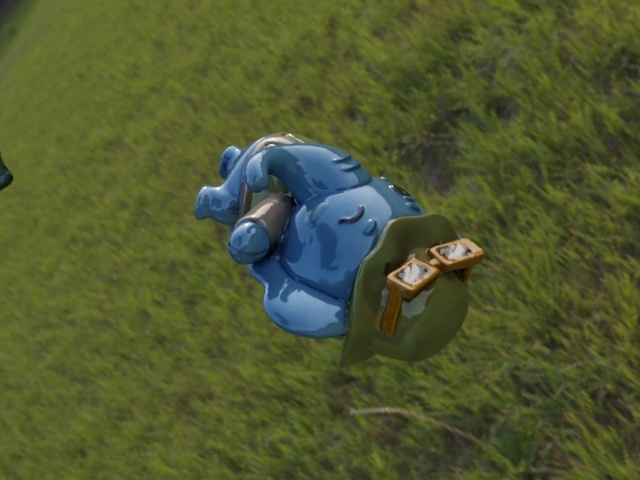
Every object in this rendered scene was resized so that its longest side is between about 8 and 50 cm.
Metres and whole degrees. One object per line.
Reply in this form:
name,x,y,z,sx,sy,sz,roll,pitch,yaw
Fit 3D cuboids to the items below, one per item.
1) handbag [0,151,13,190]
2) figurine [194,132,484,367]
handbag,-0.320,-0.072,0.445,0.274,0.269,0.100,-39,21,-19
figurine,0.000,0.003,0.810,0.154,0.262,0.180,-67,-20,10
